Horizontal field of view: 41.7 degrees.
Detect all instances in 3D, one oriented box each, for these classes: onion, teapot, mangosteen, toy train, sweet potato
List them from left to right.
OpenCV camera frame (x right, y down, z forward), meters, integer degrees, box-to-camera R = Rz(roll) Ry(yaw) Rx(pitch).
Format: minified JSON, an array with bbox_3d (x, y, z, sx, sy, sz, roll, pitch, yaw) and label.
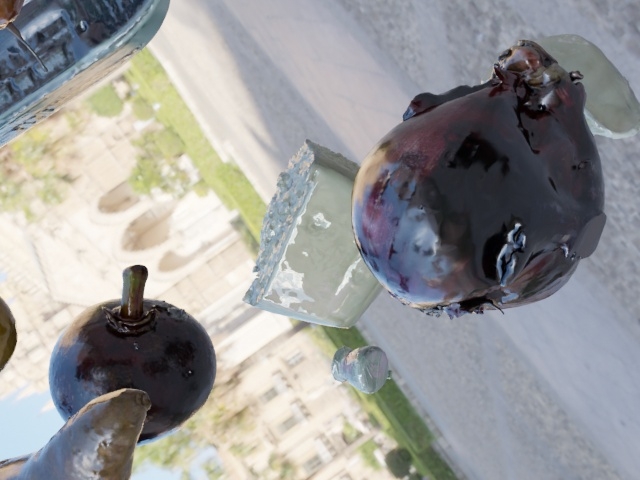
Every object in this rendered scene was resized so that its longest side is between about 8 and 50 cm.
[{"bbox_3d":[-0.288,-0.131,0.748,0.087,0.406,0.088,62,-166,2],"label":"toy train"},{"bbox_3d":[-0.218,0.202,0.677,0.097,0.291,0.097,39,-150,-29],"label":"sweet potato"},{"bbox_3d":[-0.263,0.155,1.182,0.235,0.235,0.262,-130,39,-53],"label":"mangosteen"},{"bbox_3d":[0.058,0.174,1.146,0.064,0.064,0.083,3,166,43],"label":"teapot"},{"bbox_3d":[0.138,-0.036,0.785,0.221,0.281,0.281,35,166,32],"label":"onion"}]

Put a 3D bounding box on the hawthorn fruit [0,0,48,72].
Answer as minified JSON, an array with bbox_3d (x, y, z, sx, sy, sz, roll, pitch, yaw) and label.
[{"bbox_3d":[-0.182,-0.135,0.459,0.067,0.066,0.103,52,178,41],"label":"hawthorn fruit"}]

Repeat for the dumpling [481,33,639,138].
[{"bbox_3d":[0.339,-0.211,1.154,0.250,0.162,0.132,39,153,38],"label":"dumpling"}]

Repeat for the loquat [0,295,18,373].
[{"bbox_3d":[-0.425,0.115,0.990,0.141,0.141,0.141,54,176,5],"label":"loquat"}]

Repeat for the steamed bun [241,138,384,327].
[{"bbox_3d":[0.000,0.000,1.114,0.200,0.226,0.170,28,-164,-19],"label":"steamed bun"}]
